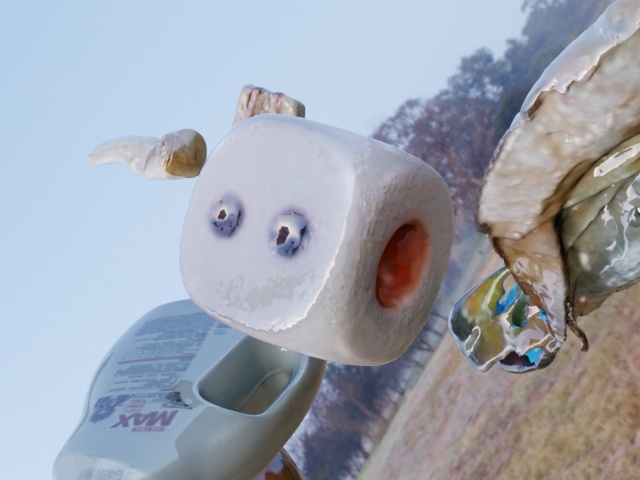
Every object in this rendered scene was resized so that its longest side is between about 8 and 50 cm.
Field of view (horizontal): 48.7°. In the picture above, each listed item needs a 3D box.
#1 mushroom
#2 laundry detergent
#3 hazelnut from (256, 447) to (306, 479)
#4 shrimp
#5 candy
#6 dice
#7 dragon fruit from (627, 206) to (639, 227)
[{"bbox_3d":[-0.207,-0.102,0.824,0.059,0.202,0.054,-25,-65,-41],"label":"mushroom"},{"bbox_3d":[-0.144,0.195,0.721,0.398,0.264,0.125,-65,-31,-66],"label":"laundry detergent"},{"bbox_3d":[-0.099,0.399,1.130,0.178,0.178,0.204,-56,27,-4],"label":"hazelnut"},{"bbox_3d":[0.199,-0.017,0.527,0.221,0.110,0.446,-7,-35,-17],"label":"shrimp"},{"bbox_3d":[-0.129,-0.156,1.477,0.179,0.135,0.321,-71,-2,-86],"label":"candy"},{"bbox_3d":[0.000,0.000,0.659,0.193,0.192,0.194,14,-86,-56],"label":"dice"},{"bbox_3d":[0.267,0.003,0.240,0.268,0.295,0.130,-67,-7,24],"label":"dragon fruit"}]
